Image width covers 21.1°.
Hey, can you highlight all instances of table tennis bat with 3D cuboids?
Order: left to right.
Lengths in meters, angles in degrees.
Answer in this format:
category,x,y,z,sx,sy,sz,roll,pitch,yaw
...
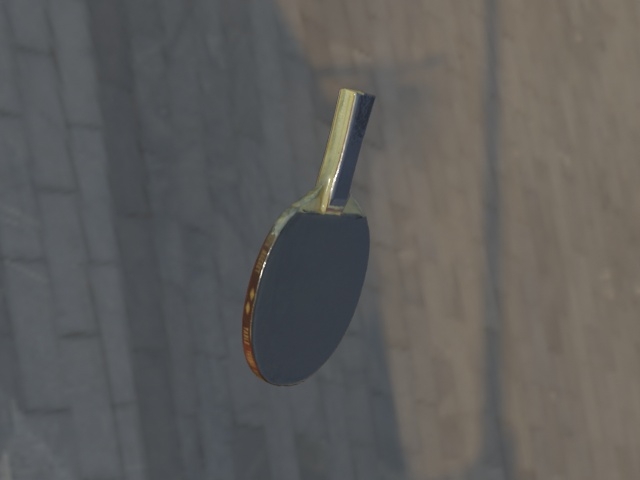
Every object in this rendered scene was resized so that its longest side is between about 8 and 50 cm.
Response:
category,x,y,z,sx,sy,sz,roll,pitch,yaw
table tennis bat,0.000,0.000,0.875,0.095,0.014,0.158,2,105,-54
